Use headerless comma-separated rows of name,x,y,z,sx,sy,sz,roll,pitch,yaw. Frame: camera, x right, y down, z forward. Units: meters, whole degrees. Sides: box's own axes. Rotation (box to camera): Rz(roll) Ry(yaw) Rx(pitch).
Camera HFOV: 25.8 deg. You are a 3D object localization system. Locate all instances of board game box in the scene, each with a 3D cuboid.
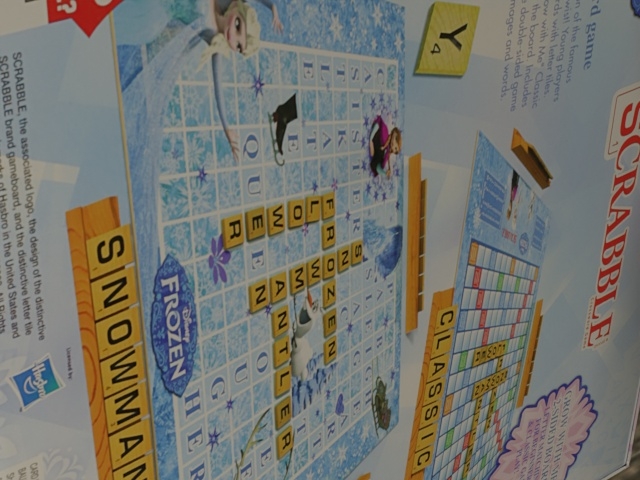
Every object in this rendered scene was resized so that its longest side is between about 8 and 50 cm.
board game box,0.000,0.000,0.459,0.066,0.318,0.319,33,132,41
